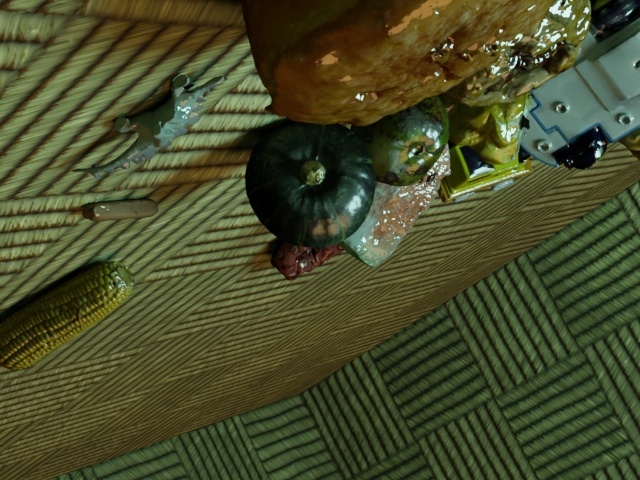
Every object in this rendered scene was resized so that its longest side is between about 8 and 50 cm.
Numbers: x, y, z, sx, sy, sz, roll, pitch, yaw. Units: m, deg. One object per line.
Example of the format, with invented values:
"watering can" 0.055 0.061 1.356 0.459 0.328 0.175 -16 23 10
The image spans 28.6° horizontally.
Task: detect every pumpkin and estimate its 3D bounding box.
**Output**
"pumpkin" -0.010 -0.074 1.579 0.167 0.167 0.125 -20 168 -32

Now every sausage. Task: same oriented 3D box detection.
"sausage" -0.248 -0.037 1.551 0.026 0.026 0.116 -35 165 31

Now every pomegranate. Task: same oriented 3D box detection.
"pomegranate" 0.113 -0.142 1.663 0.163 0.125 0.138 -21 137 -63

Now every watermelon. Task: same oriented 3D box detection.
"watermelon" 0.106 -0.083 1.928 0.241 0.154 0.094 -42 167 3

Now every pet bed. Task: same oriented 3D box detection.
"pet bed" 0.000 0.000 2.180 0.201 0.053 0.201 -30 165 -9

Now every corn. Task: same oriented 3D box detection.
"corn" -0.365 0.104 1.758 0.231 0.080 0.080 -32 167 13

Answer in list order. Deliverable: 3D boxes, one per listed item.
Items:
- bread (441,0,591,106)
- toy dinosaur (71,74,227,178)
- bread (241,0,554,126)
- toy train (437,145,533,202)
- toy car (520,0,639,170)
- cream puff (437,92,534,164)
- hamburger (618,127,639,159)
"bread" 0.221 -0.241 1.503 0.230 0.123 0.230 -24 169 -5
"toy dinosaur" -0.179 -0.117 1.337 0.209 0.039 0.082 -31 169 18
"bread" 0.077 -0.226 1.157 0.312 0.172 0.312 -23 171 -4
"toy train" 0.272 -0.131 2.101 0.219 0.089 0.127 -18 172 -20
"toy car" 0.397 -0.240 1.788 0.314 0.198 0.166 -34 -167 33
"cream puff" 0.221 -0.179 1.710 0.121 0.156 0.156 -61 159 11
"hamburger" 0.548 -0.241 1.899 0.144 0.283 0.259 32 122 -28
